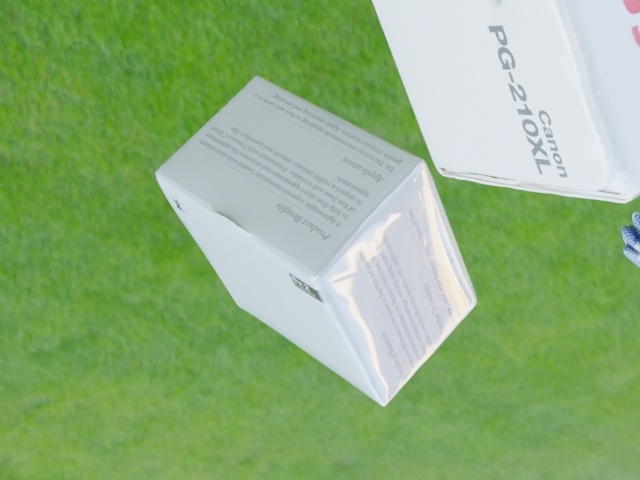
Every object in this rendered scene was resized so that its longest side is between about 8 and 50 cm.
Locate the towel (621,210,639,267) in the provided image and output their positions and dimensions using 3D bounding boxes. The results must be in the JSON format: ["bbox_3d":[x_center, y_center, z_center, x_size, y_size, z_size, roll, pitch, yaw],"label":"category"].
[{"bbox_3d":[0.287,0.121,0.717,0.034,0.285,0.209,-39,127,17],"label":"towel"}]

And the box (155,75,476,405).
[{"bbox_3d":[0.000,0.000,0.909,0.119,0.181,0.182,-46,141,-16],"label":"box"}]

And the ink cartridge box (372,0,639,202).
[{"bbox_3d":[0.120,-0.141,0.365,0.237,0.100,0.172,-30,109,-21],"label":"ink cartridge box"}]
